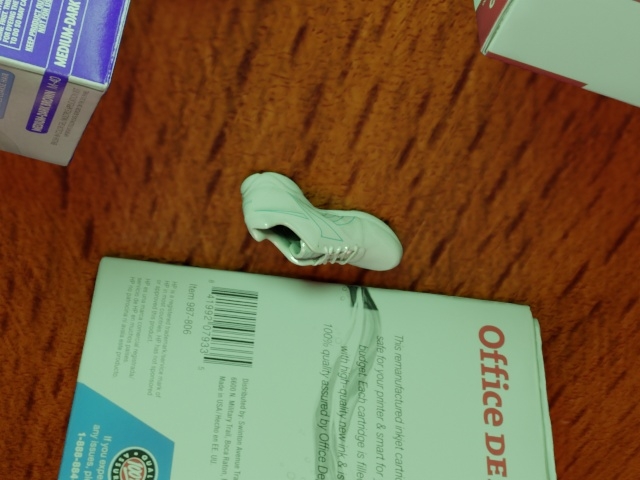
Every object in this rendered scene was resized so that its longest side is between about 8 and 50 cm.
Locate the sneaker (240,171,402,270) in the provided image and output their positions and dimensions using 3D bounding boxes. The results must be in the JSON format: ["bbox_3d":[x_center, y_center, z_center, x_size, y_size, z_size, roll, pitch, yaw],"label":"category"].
[{"bbox_3d":[0.000,0.000,1.064,0.152,0.061,0.053,22,132,-21],"label":"sneaker"}]

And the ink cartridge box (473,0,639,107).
[{"bbox_3d":[0.162,-0.173,0.789,0.127,0.175,0.072,15,133,-14],"label":"ink cartridge box"}]

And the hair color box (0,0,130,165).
[{"bbox_3d":[-0.303,-0.157,0.820,0.339,0.110,0.185,16,163,-14],"label":"hair color box"}]

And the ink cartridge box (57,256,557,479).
[{"bbox_3d":[-0.013,0.189,1.101,0.395,0.285,0.166,7,138,-4],"label":"ink cartridge box"}]
